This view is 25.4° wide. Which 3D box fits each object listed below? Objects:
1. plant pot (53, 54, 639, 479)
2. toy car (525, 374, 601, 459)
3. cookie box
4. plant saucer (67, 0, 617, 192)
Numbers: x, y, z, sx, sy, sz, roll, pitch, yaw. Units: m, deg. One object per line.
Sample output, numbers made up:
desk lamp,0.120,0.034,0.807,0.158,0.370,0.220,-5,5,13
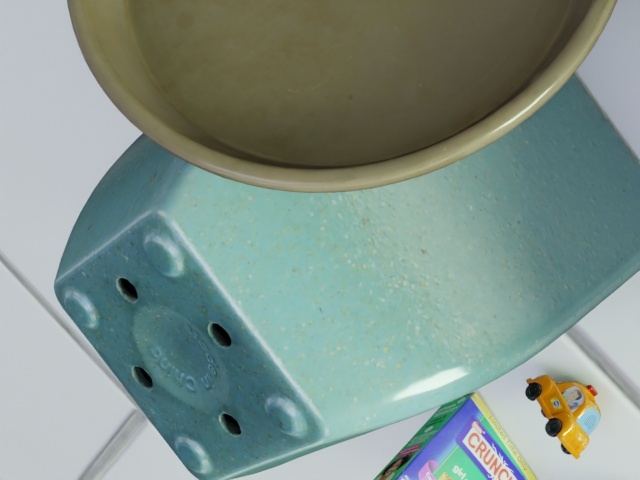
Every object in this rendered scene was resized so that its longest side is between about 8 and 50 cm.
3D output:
plant pot,0.000,0.000,0.818,0.248,0.252,0.247,53,142,-5
toy car,0.183,0.135,0.942,0.040,0.060,0.122,-34,119,10
cookie box,0.094,0.175,0.990,0.092,0.107,0.040,55,141,-8
plant saucer,0.012,-0.146,0.696,0.278,0.278,0.041,33,168,21
